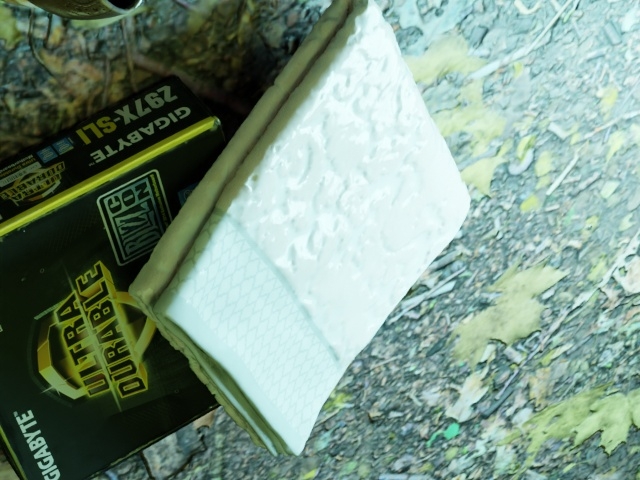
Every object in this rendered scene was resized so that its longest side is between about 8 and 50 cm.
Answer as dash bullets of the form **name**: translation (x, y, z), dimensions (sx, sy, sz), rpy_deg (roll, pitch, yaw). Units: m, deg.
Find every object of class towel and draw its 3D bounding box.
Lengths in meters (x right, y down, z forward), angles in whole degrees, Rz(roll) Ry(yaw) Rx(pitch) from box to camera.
- **towel**: translation (0.000, 0.000, 1.420), dimensions (0.317, 0.053, 0.332), rpy_deg (-55, 149, -14)

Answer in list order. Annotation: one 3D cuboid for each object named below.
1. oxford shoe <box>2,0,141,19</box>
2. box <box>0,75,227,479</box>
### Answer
- **oxford shoe**: translation (-0.146, -0.310, 0.996), dimensions (0.130, 0.133, 0.363), rpy_deg (-22, 121, -37)
- **box**: translation (-0.179, 0.050, 1.387), dimensions (0.257, 0.079, 0.322), rpy_deg (-30, 139, -16)
